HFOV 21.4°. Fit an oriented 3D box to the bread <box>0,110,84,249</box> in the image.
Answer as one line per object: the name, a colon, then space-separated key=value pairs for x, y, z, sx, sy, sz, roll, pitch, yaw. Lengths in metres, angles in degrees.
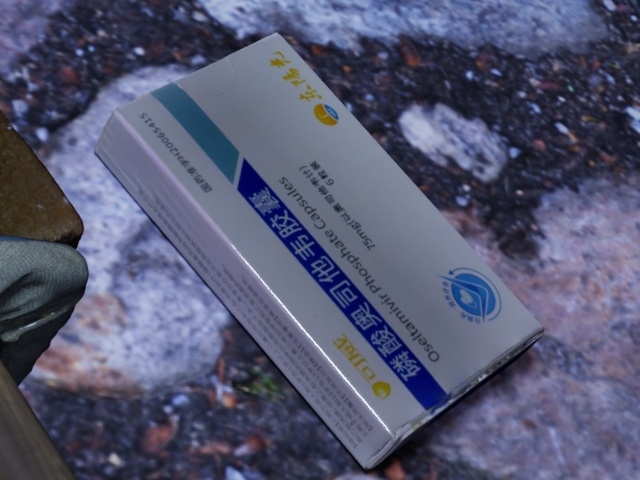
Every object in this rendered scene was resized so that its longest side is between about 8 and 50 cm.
bread: x=-0.343 y=-0.105 z=1.194 sx=0.416 sy=0.165 sz=0.113 roll=49 pitch=43 yaw=13

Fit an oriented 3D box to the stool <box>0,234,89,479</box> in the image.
stool: x=-0.277 y=0.160 z=0.945 sx=0.310 sy=0.310 sz=0.226 roll=-9 pitch=68 yaw=-31

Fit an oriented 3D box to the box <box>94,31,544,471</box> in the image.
box: x=0.000 y=0.000 z=1.365 sx=0.200 sy=0.065 sz=0.343 roll=-31 pitch=75 yaw=-41
